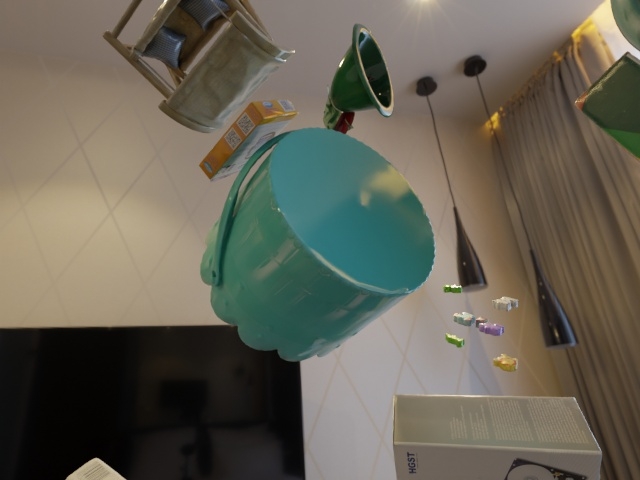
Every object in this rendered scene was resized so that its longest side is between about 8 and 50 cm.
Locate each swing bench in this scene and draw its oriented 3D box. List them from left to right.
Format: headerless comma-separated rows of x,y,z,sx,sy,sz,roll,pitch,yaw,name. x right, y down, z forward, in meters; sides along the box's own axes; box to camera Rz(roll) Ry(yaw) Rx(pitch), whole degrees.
-0.238,-0.389,0.811,0.253,0.254,0.165,-36,3,28,swing bench

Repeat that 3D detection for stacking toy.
0.394,0.212,1.023,0.052,0.167,0.221,-10,12,-30,stacking toy

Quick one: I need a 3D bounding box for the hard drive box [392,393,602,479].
0.221,0.306,0.542,0.232,0.089,0.181,-5,-67,14,hard drive box

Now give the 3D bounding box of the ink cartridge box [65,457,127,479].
-0.167,0.334,0.400,0.206,0.208,0.045,-15,9,46,ink cartridge box

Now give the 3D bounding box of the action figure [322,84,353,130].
0.047,-0.370,1.223,0.063,0.137,0.232,-28,3,-9,action figure

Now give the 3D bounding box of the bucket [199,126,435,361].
0.000,0.000,0.537,0.281,0.281,0.183,11,-37,-32,bucket

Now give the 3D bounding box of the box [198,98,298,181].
-0.097,-0.126,0.521,0.136,0.028,0.081,-34,2,33,box

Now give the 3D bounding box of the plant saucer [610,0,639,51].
0.520,-0.379,0.485,0.044,0.317,0.317,-6,-20,-33,plant saucer

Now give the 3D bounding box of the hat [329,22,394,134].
0.031,-0.291,0.808,0.183,0.208,0.173,-15,-26,31,hat

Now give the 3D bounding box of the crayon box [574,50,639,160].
0.476,-0.073,0.482,0.202,0.318,0.081,6,-45,-41,crayon box
